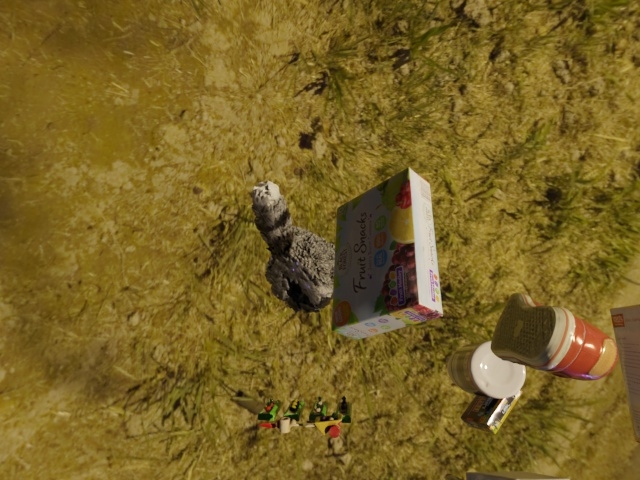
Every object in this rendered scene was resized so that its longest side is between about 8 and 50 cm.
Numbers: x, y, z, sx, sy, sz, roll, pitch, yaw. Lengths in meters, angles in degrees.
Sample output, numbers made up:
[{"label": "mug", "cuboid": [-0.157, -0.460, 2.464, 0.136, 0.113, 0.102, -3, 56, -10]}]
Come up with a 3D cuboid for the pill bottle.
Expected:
[{"label": "pill bottle", "cuboid": [0.506, 0.405, 1.323, 0.161, 0.283, 0.161, 0, 73, 1]}]

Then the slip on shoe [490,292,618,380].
[{"label": "slip on shoe", "cuboid": [0.356, 0.156, 0.681, 0.101, 0.331, 0.123, 23, 88, 10]}]

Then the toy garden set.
[{"label": "toy garden set", "cuboid": [-0.043, 0.445, 1.092, 0.244, 0.204, 0.049, -1, 87, 6]}]

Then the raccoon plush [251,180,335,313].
[{"label": "raccoon plush", "cuboid": [0.000, 0.000, 1.236, 0.216, 0.299, 0.447, 14, 125, 33]}]

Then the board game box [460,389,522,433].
[{"label": "board game box", "cuboid": [0.556, 0.537, 1.370, 0.048, 0.141, 0.170, 47, 68, 0]}]

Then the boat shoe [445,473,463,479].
[{"label": "boat shoe", "cuboid": [0.471, 0.807, 1.352, 0.153, 0.048, 0.056, 32, 96, -3]}]

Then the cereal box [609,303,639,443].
[{"label": "cereal box", "cuboid": [0.563, 0.226, 0.698, 0.047, 0.173, 0.240, -5, 78, 11]}]

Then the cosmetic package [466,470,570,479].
[{"label": "cosmetic package", "cuboid": [0.578, 0.784, 1.194, 0.385, 0.156, 0.217, 26, 60, -35]}]

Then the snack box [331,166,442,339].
[{"label": "snack box", "cuboid": [0.059, 0.013, 0.401, 0.037, 0.141, 0.100, 27, 141, -33]}]
